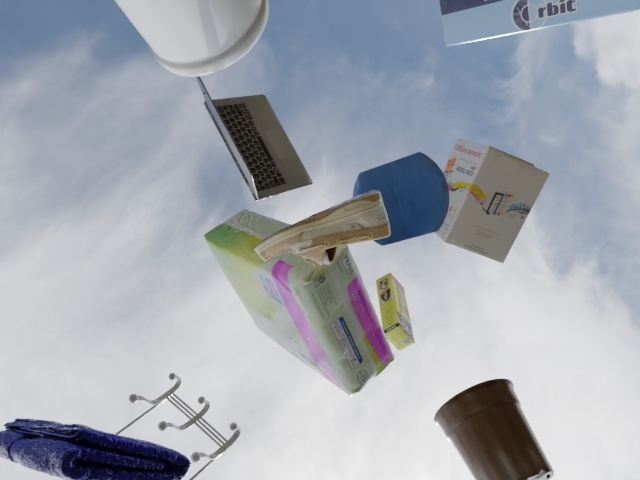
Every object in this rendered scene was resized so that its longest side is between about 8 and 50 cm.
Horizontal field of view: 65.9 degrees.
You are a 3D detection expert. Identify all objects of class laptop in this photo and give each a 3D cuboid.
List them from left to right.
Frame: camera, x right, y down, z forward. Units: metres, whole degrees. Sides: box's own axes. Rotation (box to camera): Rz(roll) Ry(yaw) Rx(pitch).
[{"bbox_3d":[-0.198,-0.351,1.564,0.407,0.236,0.382,-22,-99,-42],"label":"laptop"}]

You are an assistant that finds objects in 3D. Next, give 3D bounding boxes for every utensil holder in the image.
[{"bbox_3d":[-0.329,-0.623,1.094,0.327,0.385,0.328,-6,-114,14],"label":"utensil holder"}]

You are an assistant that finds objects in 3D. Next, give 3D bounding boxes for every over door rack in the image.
[{"bbox_3d":[-0.370,0.461,1.081,0.239,0.108,0.324,27,-129,29],"label":"over door rack"}]

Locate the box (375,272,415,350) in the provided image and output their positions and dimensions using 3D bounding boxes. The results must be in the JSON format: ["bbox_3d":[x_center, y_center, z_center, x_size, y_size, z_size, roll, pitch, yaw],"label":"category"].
[{"bbox_3d":[0.215,0.202,1.433,0.087,0.058,0.232,47,-157,-26],"label":"box"}]

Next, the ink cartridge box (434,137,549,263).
[{"bbox_3d":[0.378,-0.100,1.170,0.168,0.171,0.233,19,-76,-15],"label":"ink cartridge box"}]

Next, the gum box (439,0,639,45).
[{"bbox_3d":[0.212,-0.211,0.401,0.184,0.156,0.041,-37,-58,-39],"label":"gum box"}]

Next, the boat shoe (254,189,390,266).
[{"bbox_3d":[0.000,0.000,0.552,0.063,0.169,0.059,-33,-80,-59],"label":"boat shoe"}]

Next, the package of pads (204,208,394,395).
[{"bbox_3d":[-0.036,0.086,0.766,0.101,0.296,0.229,-38,-58,-23],"label":"package of pads"}]

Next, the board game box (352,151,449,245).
[{"bbox_3d":[0.138,-0.068,0.838,0.033,0.168,0.133,-10,-96,-62],"label":"board game box"}]

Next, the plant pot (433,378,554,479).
[{"bbox_3d":[0.316,0.367,0.890,0.166,0.167,0.165,1,-137,-24],"label":"plant pot"}]

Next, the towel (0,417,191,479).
[{"bbox_3d":[-0.397,0.355,0.847,0.227,0.308,0.077,31,-121,-44],"label":"towel"}]
